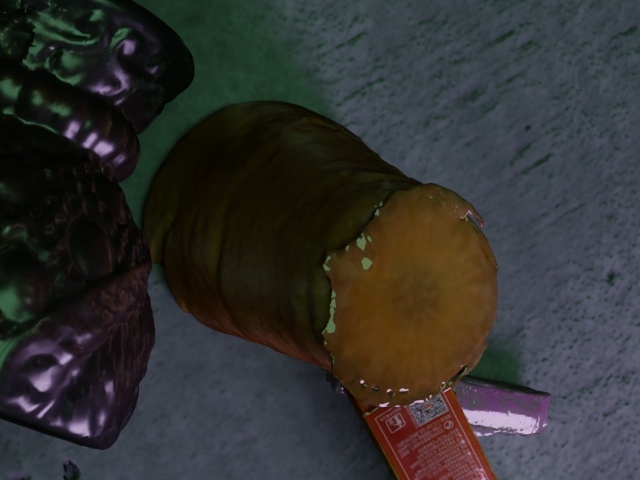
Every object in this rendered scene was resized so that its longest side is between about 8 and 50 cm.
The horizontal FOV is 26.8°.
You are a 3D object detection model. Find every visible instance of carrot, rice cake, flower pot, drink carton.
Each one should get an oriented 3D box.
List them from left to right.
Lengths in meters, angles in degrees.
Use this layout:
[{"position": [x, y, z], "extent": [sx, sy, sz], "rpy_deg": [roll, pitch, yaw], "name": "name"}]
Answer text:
[{"position": [-0.211, -0.028, 0.872], "extent": [0.266, 0.266, 0.267], "rpy_deg": [23, 78, -21], "name": "flower pot"}, {"position": [0.000, 0.000, 0.948], "extent": [0.196, 0.254, 0.196], "rpy_deg": [-4, 100, -23], "name": "carrot"}, {"position": [0.093, 0.180, 1.055], "extent": [0.071, 0.096, 0.223], "rpy_deg": [-29, 117, -4], "name": "drink carton"}, {"position": [0.101, 0.125, 1.110], "extent": [0.206, 0.036, 0.047], "rpy_deg": [17, 108, -22], "name": "rice cake"}]
